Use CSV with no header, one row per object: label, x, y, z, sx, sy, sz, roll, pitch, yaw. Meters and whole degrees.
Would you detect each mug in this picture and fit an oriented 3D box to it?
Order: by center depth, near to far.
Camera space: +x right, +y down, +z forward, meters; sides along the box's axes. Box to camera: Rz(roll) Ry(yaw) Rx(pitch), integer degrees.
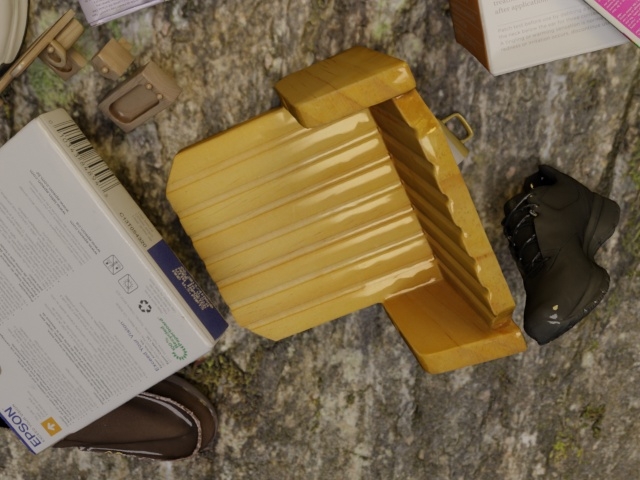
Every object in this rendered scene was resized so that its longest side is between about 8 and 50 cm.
mug,0.147,-0.123,0.995,0.062,0.078,0.064,-28,102,46

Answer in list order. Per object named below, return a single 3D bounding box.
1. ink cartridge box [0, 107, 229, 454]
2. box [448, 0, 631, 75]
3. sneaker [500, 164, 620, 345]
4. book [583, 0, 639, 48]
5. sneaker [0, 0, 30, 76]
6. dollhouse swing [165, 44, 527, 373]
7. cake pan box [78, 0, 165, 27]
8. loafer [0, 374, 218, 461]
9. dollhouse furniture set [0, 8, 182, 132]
ink cartridge box,-0.331,0.063,0.966,0.330,0.071,0.324,-32,100,25
box,0.203,-0.371,0.798,0.168,0.215,0.345,-13,112,6
sneaker,0.266,0.011,0.935,0.130,0.286,0.109,38,128,-4
book,0.282,-0.248,0.717,0.144,0.035,0.096,35,111,-13
sneaker,-0.436,-0.361,0.793,0.169,0.257,0.448,-2,112,2
dollhouse swing,0.000,0.000,0.932,0.304,0.315,0.347,-26,110,-1
cake pan box,-0.190,-0.396,0.878,0.266,0.070,0.246,-18,109,8
loafer,-0.329,0.250,1.109,0.365,0.130,0.134,12,112,-3
dollhouse furniture set,-0.280,-0.164,0.917,0.144,0.123,0.151,-18,127,46
